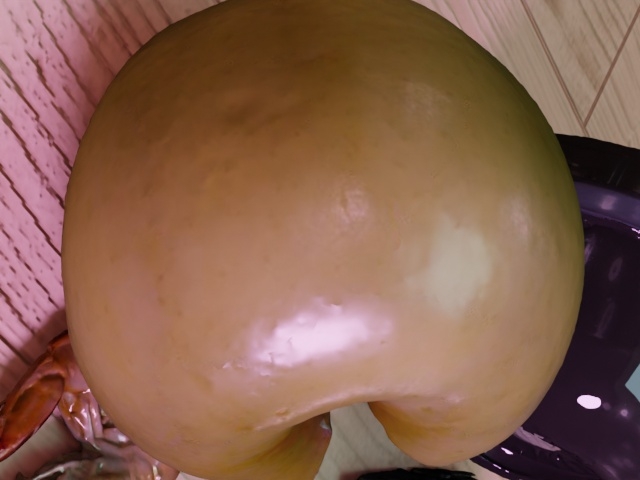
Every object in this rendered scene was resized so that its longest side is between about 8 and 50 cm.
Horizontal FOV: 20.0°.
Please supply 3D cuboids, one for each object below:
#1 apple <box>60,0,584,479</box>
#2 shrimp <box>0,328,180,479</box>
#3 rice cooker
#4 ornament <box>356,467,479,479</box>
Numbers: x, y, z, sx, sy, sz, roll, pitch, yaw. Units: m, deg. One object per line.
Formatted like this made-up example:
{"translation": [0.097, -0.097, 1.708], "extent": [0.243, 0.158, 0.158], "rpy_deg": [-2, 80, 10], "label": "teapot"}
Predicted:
{"translation": [0.000, 0.000, 0.999], "extent": [0.292, 0.292, 0.254], "rpy_deg": [25, 51, -56], "label": "apple"}
{"translation": [-0.147, 0.125, 1.027], "extent": [0.236, 0.053, 0.133], "rpy_deg": [-34, 129, -50], "label": "shrimp"}
{"translation": [0.188, 0.061, 1.332], "extent": [0.224, 0.267, 0.267], "rpy_deg": [-62, 143, -17], "label": "rice cooker"}
{"translation": [0.071, 0.297, 1.378], "extent": [0.202, 0.080, 0.236], "rpy_deg": [10, 92, -60], "label": "ornament"}
